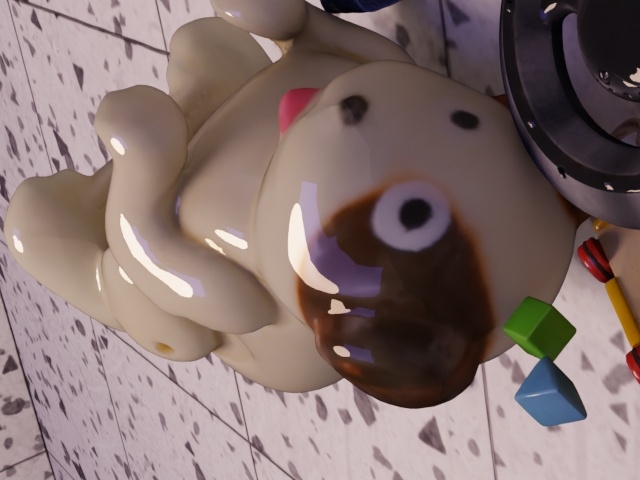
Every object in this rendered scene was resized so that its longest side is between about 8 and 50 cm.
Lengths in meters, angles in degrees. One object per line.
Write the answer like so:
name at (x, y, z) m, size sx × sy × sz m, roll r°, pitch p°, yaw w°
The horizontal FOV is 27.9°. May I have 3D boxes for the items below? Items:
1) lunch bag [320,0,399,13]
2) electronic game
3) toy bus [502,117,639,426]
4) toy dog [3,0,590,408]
lunch bag at (0.025, -0.215, 0.933) m, size 0.065 × 0.067 × 0.098 m, roll 10°, pitch 119°, yaw 60°
electronic game at (0.179, -0.119, 0.693) m, size 0.229 × 0.048 × 0.229 m, roll 7°, pitch 99°, yaw 54°
toy bus at (0.221, 0.036, 0.713) m, size 0.104 × 0.202 × 0.191 m, roll 43°, pitch 157°, yaw -29°
toy dog at (0.000, 0.000, 0.921) m, size 0.395 × 0.284 × 0.408 m, roll 56°, pitch 156°, yaw -13°
